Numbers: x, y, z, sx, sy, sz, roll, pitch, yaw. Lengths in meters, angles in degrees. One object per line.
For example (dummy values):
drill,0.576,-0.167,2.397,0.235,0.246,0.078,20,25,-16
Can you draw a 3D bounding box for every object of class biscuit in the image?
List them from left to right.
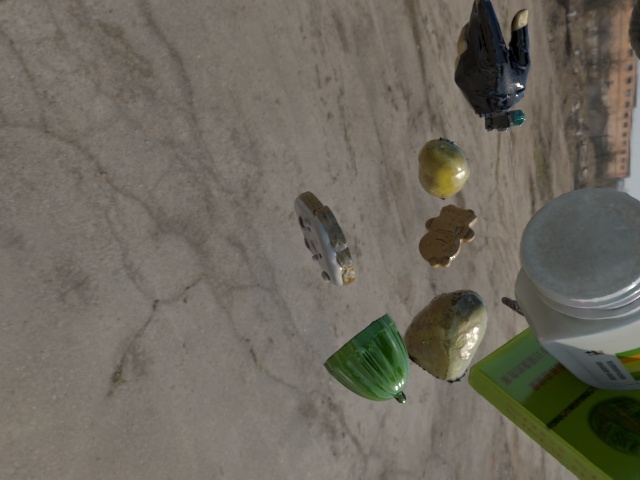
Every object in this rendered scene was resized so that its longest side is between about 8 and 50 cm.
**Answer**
biscuit,0.000,0.000,0.873,0.049,0.208,0.181,-25,123,-12
biscuit,0.315,-0.016,1.183,0.184,0.133,0.027,-45,138,-9

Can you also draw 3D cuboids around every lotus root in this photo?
lotus root,0.124,0.274,0.993,0.186,0.186,0.186,2,87,-59

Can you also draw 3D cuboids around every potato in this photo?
potato,0.403,-0.232,1.541,0.140,0.173,0.300,-64,164,-11
potato,0.369,0.244,1.337,0.229,0.229,0.266,-41,152,-52

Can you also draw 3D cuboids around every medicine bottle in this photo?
medicine bottle,0.326,0.067,0.511,0.324,0.179,0.124,36,32,-41

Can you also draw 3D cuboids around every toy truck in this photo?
toy truck,0.354,-0.232,0.900,0.083,0.044,0.039,-129,-152,-76

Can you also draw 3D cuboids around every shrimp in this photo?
shrimp,0.596,0.201,1.420,0.038,0.092,0.029,-12,132,-41

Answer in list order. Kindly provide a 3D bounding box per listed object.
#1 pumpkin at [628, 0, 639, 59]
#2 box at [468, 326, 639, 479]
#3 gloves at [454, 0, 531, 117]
pumpkin,0.765,-0.456,0.943,0.216,0.250,0.249,-28,119,-18
box,0.383,0.238,0.600,0.187,0.335,0.047,-22,129,-27
gloves,0.432,-0.473,1.179,0.152,0.197,0.301,-32,109,-58
